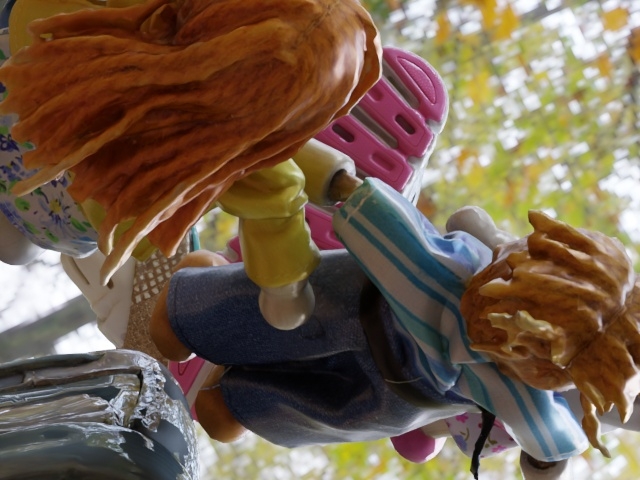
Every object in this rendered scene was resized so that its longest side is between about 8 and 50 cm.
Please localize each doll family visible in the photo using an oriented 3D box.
[{"bbox_3d":[0.000,0.000,0.424,0.263,0.118,0.163,47,-32,-19],"label":"doll family"}]

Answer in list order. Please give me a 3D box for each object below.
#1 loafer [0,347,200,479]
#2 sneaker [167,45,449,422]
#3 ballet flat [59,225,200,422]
[{"bbox_3d":[-0.162,0.091,0.505,0.084,0.268,0.096,-95,173,-60],"label":"loafer"},{"bbox_3d":[-0.002,0.004,0.723,0.063,0.170,0.075,29,-9,8],"label":"sneaker"},{"bbox_3d":[-0.087,-0.013,0.809,0.073,0.067,0.206,130,-41,-66],"label":"ballet flat"}]
